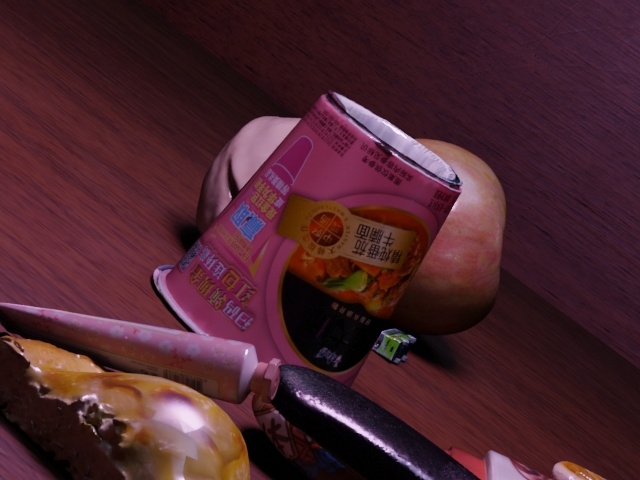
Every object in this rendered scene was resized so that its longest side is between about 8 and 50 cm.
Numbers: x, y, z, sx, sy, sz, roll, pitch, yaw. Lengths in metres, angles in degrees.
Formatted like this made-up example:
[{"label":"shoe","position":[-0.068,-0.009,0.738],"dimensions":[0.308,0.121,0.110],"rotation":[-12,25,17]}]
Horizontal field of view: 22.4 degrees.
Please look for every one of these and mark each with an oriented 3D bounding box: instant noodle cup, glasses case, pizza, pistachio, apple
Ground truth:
[{"label":"instant noodle cup","position":[0.000,0.000,1.564],"dimensions":[0.244,0.255,0.244],"rotation":[33,12,-8]},{"label":"glasses case","position":[0.081,0.210,1.300],"dimensions":[0.321,0.082,0.122],"rotation":[37,10,6]},{"label":"pizza","position":[-0.099,0.129,1.079],"dimensions":[0.188,0.080,0.204],"rotation":[39,8,30]},{"label":"pistachio","position":[-0.033,-0.033,1.842],"dimensions":[0.332,0.208,0.226],"rotation":[-15,94,-70]},{"label":"apple","position":[0.120,-0.004,2.084],"dimensions":[0.234,0.257,0.257],"rotation":[4,12,-2]}]

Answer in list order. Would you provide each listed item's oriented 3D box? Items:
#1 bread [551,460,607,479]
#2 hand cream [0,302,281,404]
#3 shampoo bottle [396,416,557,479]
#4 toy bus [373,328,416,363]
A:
[{"label":"bread","position":[0.344,0.316,1.777],"dimensions":[0.214,0.053,0.073],"rotation":[31,21,22]},{"label":"hand cream","position":[-0.131,0.076,1.134],"dimensions":[0.210,0.043,0.067],"rotation":[13,-20,9]},{"label":"shampoo bottle","position":[0.184,0.242,1.487],"dimensions":[0.284,0.071,0.153],"rotation":[27,10,11]},{"label":"toy bus","position":[0.089,0.126,1.946],"dimensions":[0.037,0.031,0.083],"rotation":[27,7,13]}]
